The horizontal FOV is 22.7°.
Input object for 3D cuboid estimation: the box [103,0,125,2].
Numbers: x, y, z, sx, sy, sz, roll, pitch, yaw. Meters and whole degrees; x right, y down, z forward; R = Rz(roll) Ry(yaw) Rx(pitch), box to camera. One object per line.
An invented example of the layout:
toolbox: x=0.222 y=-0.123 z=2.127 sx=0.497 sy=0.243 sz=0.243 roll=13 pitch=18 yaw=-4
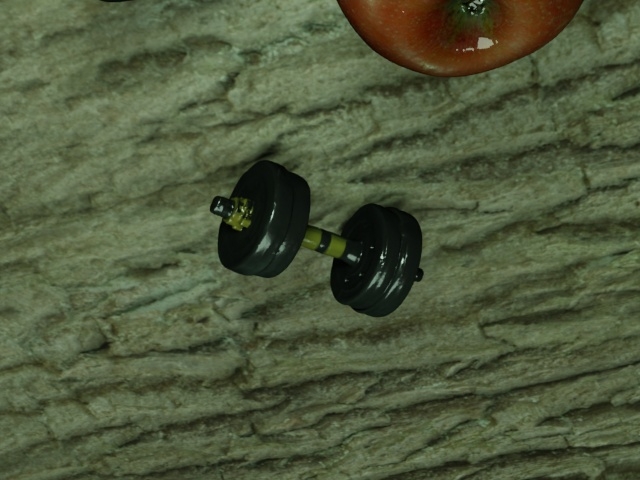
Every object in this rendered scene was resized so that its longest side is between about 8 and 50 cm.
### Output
box: x=-0.143 y=-0.420 z=1.980 sx=0.290 sy=0.073 sz=0.289 roll=-19 pitch=160 yaw=-26

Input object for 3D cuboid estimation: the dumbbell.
dumbbell: x=0.000 y=0.000 z=2.538 sx=0.388 sy=0.185 sz=0.185 roll=19 pitch=136 yaw=-27

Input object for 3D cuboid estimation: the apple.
apple: x=0.178 y=-0.375 z=2.001 sx=0.348 sy=0.277 sz=0.348 roll=-2 pitch=141 yaw=-1
